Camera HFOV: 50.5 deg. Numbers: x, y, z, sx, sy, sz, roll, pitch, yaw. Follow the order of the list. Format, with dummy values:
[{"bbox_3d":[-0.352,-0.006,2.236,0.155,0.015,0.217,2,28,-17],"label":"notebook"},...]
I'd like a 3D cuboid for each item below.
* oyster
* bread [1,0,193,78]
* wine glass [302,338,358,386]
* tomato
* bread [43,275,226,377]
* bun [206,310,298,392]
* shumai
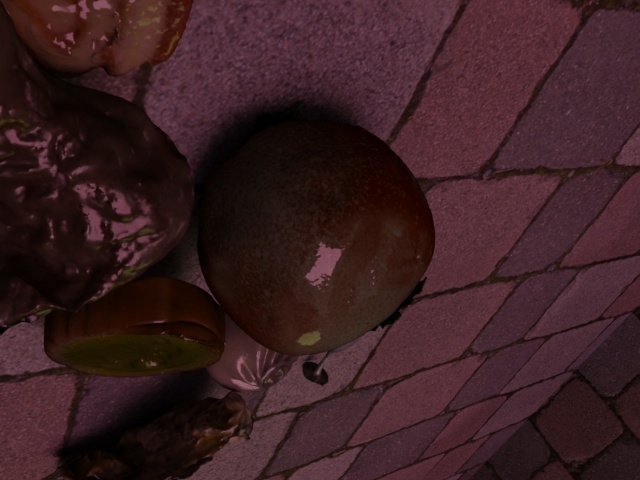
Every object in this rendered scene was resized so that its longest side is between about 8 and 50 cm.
[{"bbox_3d":[-0.254,0.341,1.139,0.351,0.115,0.238,-28,174,26],"label":"oyster"},{"bbox_3d":[-0.190,-0.221,0.487,0.190,0.123,0.244,-24,151,13],"label":"bread"},{"bbox_3d":[0.038,0.193,1.303,0.066,0.066,0.198,3,131,-44],"label":"wine glass"},{"bbox_3d":[0.000,0.000,0.854,0.303,0.239,0.304,-23,142,-19],"label":"tomato"},{"bbox_3d":[-0.233,0.118,0.867,0.236,0.070,0.236,-3,155,-1],"label":"bread"},{"bbox_3d":[-0.104,0.182,1.109,0.172,0.120,0.173,-23,144,-19],"label":"bun"},{"bbox_3d":[-0.275,-0.099,0.491,0.345,0.217,0.283,-1,126,-1],"label":"shumai"}]
